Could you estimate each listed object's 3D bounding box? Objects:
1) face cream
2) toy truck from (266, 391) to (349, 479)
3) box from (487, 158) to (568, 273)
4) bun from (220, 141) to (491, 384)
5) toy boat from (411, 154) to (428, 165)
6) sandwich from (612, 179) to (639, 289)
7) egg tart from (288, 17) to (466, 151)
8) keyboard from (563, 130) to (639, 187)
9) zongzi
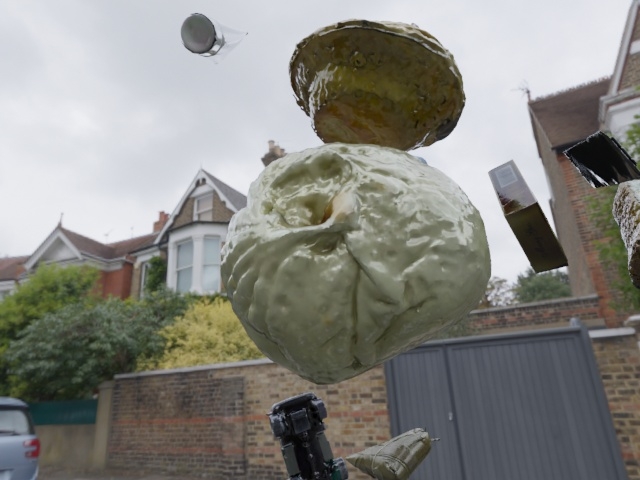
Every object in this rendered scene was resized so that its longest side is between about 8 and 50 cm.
[{"bbox_3d":[-0.184,-0.350,0.739,0.092,0.244,0.058,-36,-74,13],"label":"face cream"},{"bbox_3d":[-0.025,0.382,0.732,0.110,0.216,0.116,-14,-14,-18],"label":"toy truck"},{"bbox_3d":[0.435,-0.058,0.894,0.071,0.240,0.159,-25,-68,25],"label":"box"},{"bbox_3d":[0.038,0.004,0.554,0.352,0.349,0.227,21,-24,25],"label":"bun"},{"bbox_3d":[0.337,-0.255,1.529,0.105,0.149,0.034,37,-27,17],"label":"toy boat"},{"bbox_3d":[0.632,-0.009,0.672,0.249,0.095,0.273,7,31,27],"label":"sandwich"},{"bbox_3d":[0.119,-0.321,1.004,0.443,0.178,0.443,16,-18,5],"label":"egg tart"},{"bbox_3d":[0.378,-0.107,0.568,0.015,0.074,0.196,-34,-8,18],"label":"keyboard"},{"bbox_3d":[0.177,0.513,1.046,0.189,0.081,0.178,-28,14,-37],"label":"zongzi"}]
